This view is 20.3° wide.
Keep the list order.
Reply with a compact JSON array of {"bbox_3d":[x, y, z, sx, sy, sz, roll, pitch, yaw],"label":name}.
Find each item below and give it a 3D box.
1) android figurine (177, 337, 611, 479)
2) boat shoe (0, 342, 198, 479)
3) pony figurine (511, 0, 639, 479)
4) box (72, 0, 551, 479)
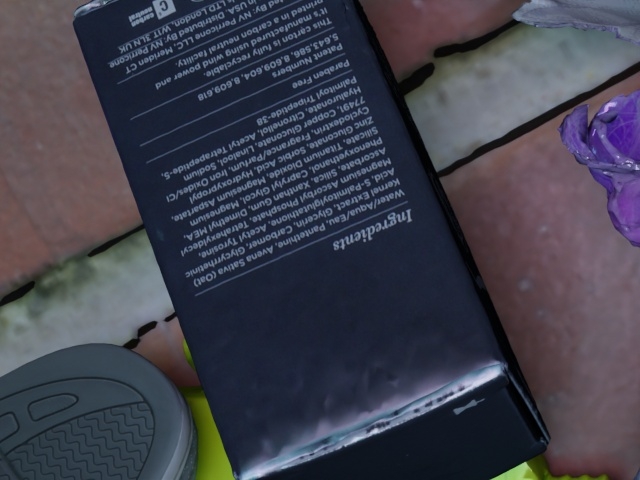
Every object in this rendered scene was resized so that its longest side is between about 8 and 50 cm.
[{"bbox_3d":[0.001,0.149,0.817,0.272,0.056,0.248,-4,93,12],"label":"android figurine"},{"bbox_3d":[-0.161,0.184,0.787,0.118,0.103,0.320,36,92,28],"label":"boat shoe"},{"bbox_3d":[0.205,-0.040,0.674,0.350,0.303,0.364,2,95,-16],"label":"pony figurine"},{"bbox_3d":[0.000,0.000,0.724,0.108,0.153,0.207,-23,68,5],"label":"box"}]
